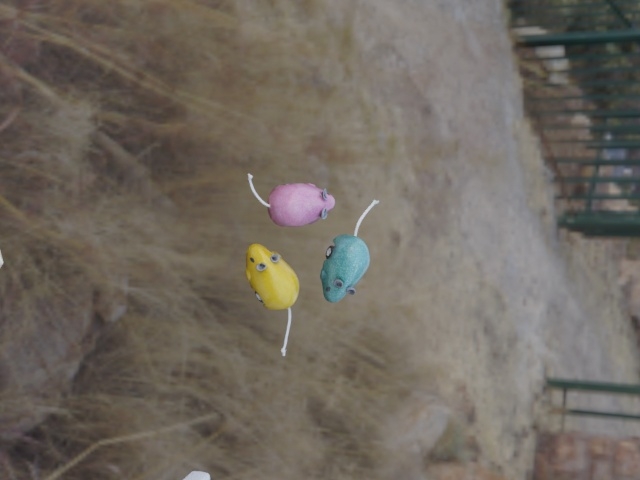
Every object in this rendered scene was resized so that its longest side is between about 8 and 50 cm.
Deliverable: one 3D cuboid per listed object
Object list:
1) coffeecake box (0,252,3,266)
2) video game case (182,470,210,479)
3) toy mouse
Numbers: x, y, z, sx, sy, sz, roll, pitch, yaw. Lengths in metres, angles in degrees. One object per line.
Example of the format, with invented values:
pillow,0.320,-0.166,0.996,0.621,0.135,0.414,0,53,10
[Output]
coffeecake box,-0.341,0.031,0.754,0.185,0.068,0.142,21,109,-33
video game case,-0.115,0.256,0.744,0.157,0.019,0.143,-34,126,-67
toy mouse,0.000,0.000,0.944,0.143,0.031,0.161,-28,104,-19
